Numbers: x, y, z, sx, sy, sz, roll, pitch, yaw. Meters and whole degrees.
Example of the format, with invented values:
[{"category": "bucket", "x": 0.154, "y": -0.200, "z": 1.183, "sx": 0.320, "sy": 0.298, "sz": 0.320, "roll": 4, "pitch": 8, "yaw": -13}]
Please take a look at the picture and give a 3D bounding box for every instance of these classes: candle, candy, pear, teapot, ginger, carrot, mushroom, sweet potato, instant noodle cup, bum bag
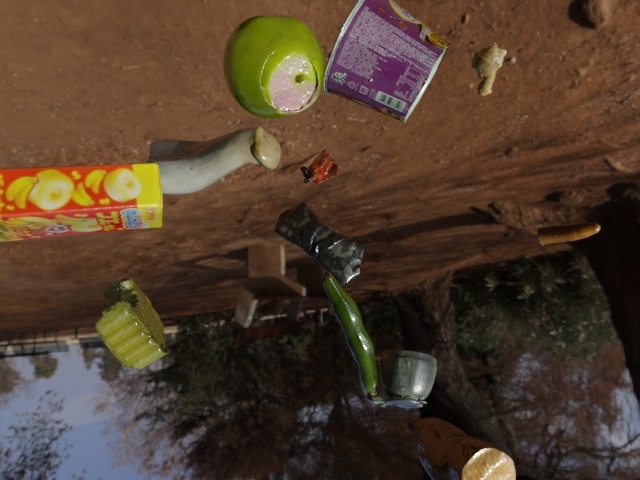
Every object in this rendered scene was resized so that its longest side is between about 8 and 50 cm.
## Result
[{"category": "candle", "x": 0.002, "y": -0.190, "z": 1.215, "sx": 0.059, "sy": 0.084, "sz": 0.302, "roll": -24, "pitch": -167, "yaw": 18}, {"category": "candy", "x": -0.422, "y": -0.067, "z": 0.780, "sx": 0.276, "sy": 0.088, "sz": 0.146, "roll": -7, "pitch": 167, "yaw": -23}, {"category": "pear", "x": -0.091, "y": -0.326, "z": 0.828, "sx": 0.187, "sy": 0.220, "sz": 0.187, "roll": -14, "pitch": 133, "yaw": -16}, {"category": "teapot", "x": 0.154, "y": 0.274, "z": 0.889, "sx": 0.149, "sy": 0.108, "sz": 0.111, "roll": 10, "pitch": 152, "yaw": -1}, {"category": "ginger", "x": 0.527, "y": -0.550, "z": 1.448, "sx": 0.096, "sy": 0.067, "sz": 0.165, "roll": 19, "pitch": 132, "yaw": 12}, {"category": "carrot", "x": 0.610, "y": -0.019, "z": 1.104, "sx": 0.048, "sy": 0.048, "sz": 0.139, "roll": 5, "pitch": 170, "yaw": -41}, {"category": "mushroom", "x": -0.257, "y": -0.202, "z": 1.062, "sx": 0.328, "sy": 0.159, "sz": 0.122, "roll": -10, "pitch": 169, "yaw": 12}, {"category": "sweet potato", "x": 0.269, "y": 0.458, "z": 0.958, "sx": 0.131, "sy": 0.131, "sz": 0.336, "roll": 0, "pitch": 171, "yaw": -12}, {"category": "instant noodle cup", "x": 0.200, "y": -0.524, "z": 1.314, "sx": 0.266, "sy": 0.340, "sz": 0.340, "roll": 29, "pitch": 173, "yaw": 4}, {"category": "bum bag", "x": 0.000, "y": 0.000, "z": 1.439, "sx": 0.340, "sy": 0.144, "sz": 0.095, "roll": 38, "pitch": 173, "yaw": 23}]

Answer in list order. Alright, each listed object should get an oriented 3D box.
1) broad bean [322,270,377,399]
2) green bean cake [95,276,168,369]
[{"category": "broad bean", "x": 0.066, "y": 0.180, "z": 0.810, "sx": 0.043, "sy": 0.298, "sz": 0.060, "roll": -30, "pitch": -158, "yaw": -24}, {"category": "green bean cake", "x": -0.577, "y": 0.250, "z": 1.359, "sx": 0.124, "sy": 0.233, "sz": 0.236, "roll": -30, "pitch": -156, "yaw": -9}]
